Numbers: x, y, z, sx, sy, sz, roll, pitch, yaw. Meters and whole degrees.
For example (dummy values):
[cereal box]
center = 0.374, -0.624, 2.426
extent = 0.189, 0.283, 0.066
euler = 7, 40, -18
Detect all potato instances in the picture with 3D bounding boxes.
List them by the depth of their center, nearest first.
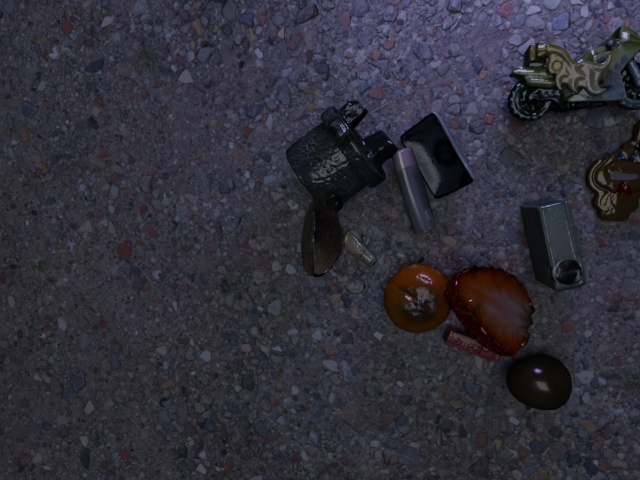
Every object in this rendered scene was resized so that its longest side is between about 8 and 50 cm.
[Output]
[potato]
center = -0.001, -0.002, 1.519
extent = 0.120, 0.100, 0.261
euler = 7, 81, -30

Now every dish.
[dish]
center = 0.379, -0.271, 1.408
extent = 0.080, 0.182, 0.243
euler = -32, 91, -27

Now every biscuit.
[biscuit]
center = 0.929, -0.215, 1.369
extent = 0.183, 0.047, 0.320
euler = 31, 98, 1

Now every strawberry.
[strawberry]
center = 0.494, 0.206, 1.376
extent = 0.336, 0.149, 0.265
euler = 29, 62, -21

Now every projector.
[projector]
center = 0.698, 0.008, 1.349
extent = 0.099, 0.192, 0.257
euler = -13, 93, 10

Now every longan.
[longan]
center = 0.687, 0.445, 1.415
extent = 0.189, 0.189, 0.189
euler = 1, 96, 8

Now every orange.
[orange]
center = 0.310, 0.185, 1.436
extent = 0.224, 0.170, 0.224
euler = 1, 97, 7

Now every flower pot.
[flower pot]
center = 0.068, -0.263, 1.361
extent = 0.282, 0.299, 0.299
euler = -34, 90, 14

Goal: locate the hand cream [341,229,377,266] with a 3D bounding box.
[hand cream]
center = 0.129, 0.031, 1.516
extent = 0.143, 0.039, 0.061
euler = 40, 102, 8

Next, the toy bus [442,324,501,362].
[toy bus]
center = 0.499, 0.338, 1.470
extent = 0.192, 0.077, 0.065
euler = 20, 100, 7

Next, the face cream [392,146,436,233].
[face cream]
center = 0.296, -0.160, 1.434
extent = 0.073, 0.107, 0.269
euler = -13, 100, 29

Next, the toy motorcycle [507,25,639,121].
[toy motorcycle]
center = 0.755, -0.479, 1.303
extent = 0.410, 0.169, 0.237
euler = -6, 94, 9
